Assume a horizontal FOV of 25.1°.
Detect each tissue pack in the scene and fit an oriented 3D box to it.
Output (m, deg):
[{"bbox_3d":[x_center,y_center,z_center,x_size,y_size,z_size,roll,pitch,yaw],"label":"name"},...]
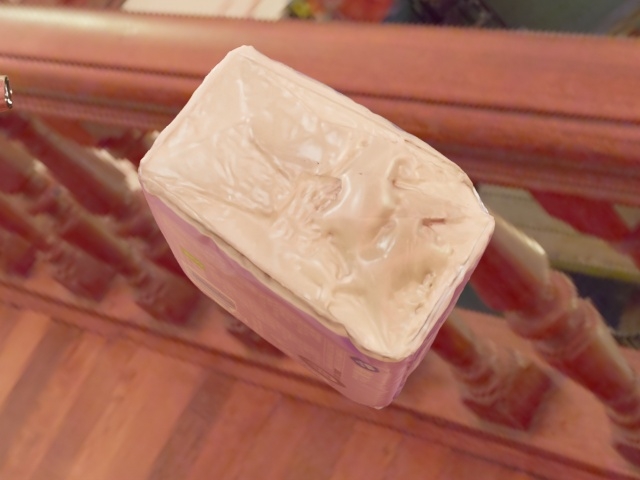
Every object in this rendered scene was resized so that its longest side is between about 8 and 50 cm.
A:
[{"bbox_3d":[0.000,0.000,1.160,0.242,0.338,0.160,35,79,7],"label":"tissue pack"}]

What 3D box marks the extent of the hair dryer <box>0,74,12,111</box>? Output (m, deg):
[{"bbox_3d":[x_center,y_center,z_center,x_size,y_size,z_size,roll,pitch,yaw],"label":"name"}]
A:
[{"bbox_3d":[-0.393,-0.189,1.574,0.106,0.054,0.154,-9,44,-4],"label":"hair dryer"}]
